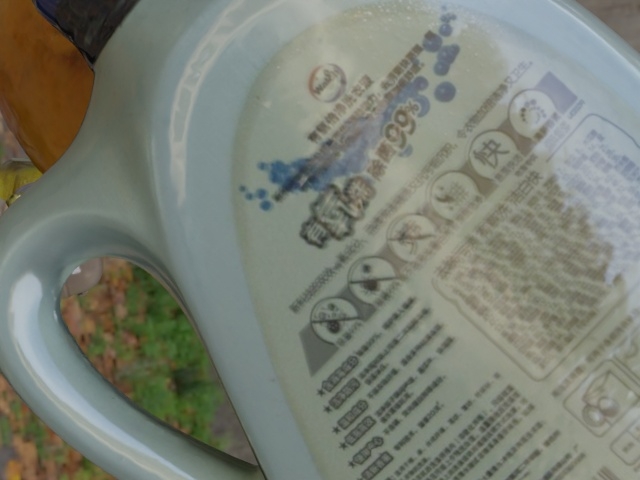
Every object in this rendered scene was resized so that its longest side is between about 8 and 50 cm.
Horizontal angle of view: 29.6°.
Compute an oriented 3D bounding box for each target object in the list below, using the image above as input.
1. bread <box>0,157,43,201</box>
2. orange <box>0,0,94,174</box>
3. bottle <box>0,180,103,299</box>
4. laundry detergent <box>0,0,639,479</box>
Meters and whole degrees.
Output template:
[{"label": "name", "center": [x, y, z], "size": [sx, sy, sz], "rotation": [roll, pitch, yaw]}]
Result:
[{"label": "bread", "center": [-0.276, -0.042, 1.284], "size": [0.161, 0.233, 0.088], "rotation": [-32, 124, -70]}, {"label": "orange", "center": [-0.059, -0.083, 0.550], "size": [0.155, 0.178, 0.177], "rotation": [108, -27, -65]}, {"label": "bottle", "center": [-0.266, 0.012, 0.880], "size": [0.110, 0.209, 0.097], "rotation": [85, -10, -46]}, {"label": "laundry detergent", "center": [0.000, 0.000, 0.385], "size": [0.280, 0.215, 0.105], "rotation": [40, 12, -5]}]
